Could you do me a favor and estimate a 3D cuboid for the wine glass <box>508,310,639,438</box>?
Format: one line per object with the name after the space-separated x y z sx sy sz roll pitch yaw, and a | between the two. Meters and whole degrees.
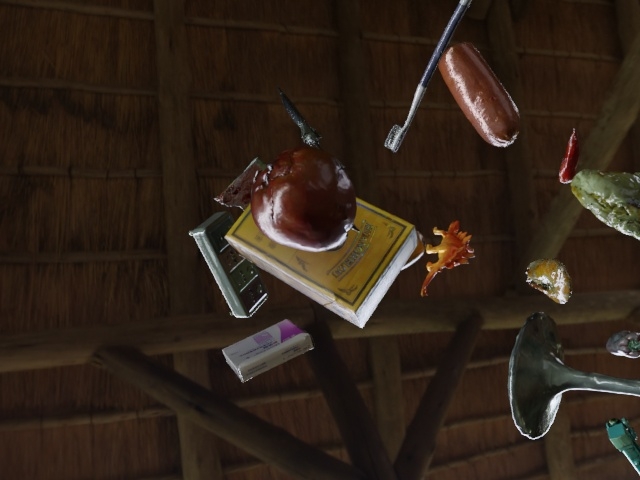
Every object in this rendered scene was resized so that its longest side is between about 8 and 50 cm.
0.492 0.213 0.788 0.406 0.266 0.267 -1 -28 41 | wine glass

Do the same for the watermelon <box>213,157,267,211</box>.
-0.151 -0.111 1.249 0.098 0.158 0.121 45 -84 -5 | watermelon

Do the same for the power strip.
-0.172 0.038 1.194 0.061 0.145 0.215 -4 -62 37 | power strip

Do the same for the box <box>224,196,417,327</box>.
0.000 0.000 1.048 0.192 0.302 0.084 -55 -26 -14 | box

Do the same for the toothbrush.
0.175 -0.273 0.923 0.026 0.024 0.288 28 -60 3 | toothbrush

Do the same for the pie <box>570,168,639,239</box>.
0.574 -0.058 0.998 0.248 0.201 0.089 18 -56 -1 | pie

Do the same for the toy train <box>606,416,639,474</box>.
0.392 0.263 0.711 0.029 0.045 0.092 -35 -86 27 | toy train

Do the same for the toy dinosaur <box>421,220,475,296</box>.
0.321 0.031 1.397 0.117 0.288 0.070 -12 -62 34 | toy dinosaur

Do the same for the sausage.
0.378 -0.337 1.337 0.114 0.259 0.113 -30 -9 -5 | sausage

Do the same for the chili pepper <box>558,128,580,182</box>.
0.611 -0.199 1.383 0.045 0.027 0.178 -19 -45 -6 | chili pepper

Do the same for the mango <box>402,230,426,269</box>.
0.159 0.039 1.528 0.254 0.138 0.113 -20 -67 0 | mango

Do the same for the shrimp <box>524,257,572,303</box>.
0.567 0.102 1.431 0.051 0.115 0.217 -10 -3 -6 | shrimp

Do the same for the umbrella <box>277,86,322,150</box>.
-0.037 -0.249 1.207 0.044 0.268 0.044 -4 -44 -25 | umbrella

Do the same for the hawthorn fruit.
-0.011 -0.048 0.781 0.172 0.148 0.148 36 -70 -25 | hawthorn fruit

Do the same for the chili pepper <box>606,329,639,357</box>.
0.496 0.167 0.926 0.050 0.041 0.153 -2 -8 14 | chili pepper

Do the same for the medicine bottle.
-0.134 0.279 1.451 0.201 0.171 0.052 -23 -76 -18 | medicine bottle
